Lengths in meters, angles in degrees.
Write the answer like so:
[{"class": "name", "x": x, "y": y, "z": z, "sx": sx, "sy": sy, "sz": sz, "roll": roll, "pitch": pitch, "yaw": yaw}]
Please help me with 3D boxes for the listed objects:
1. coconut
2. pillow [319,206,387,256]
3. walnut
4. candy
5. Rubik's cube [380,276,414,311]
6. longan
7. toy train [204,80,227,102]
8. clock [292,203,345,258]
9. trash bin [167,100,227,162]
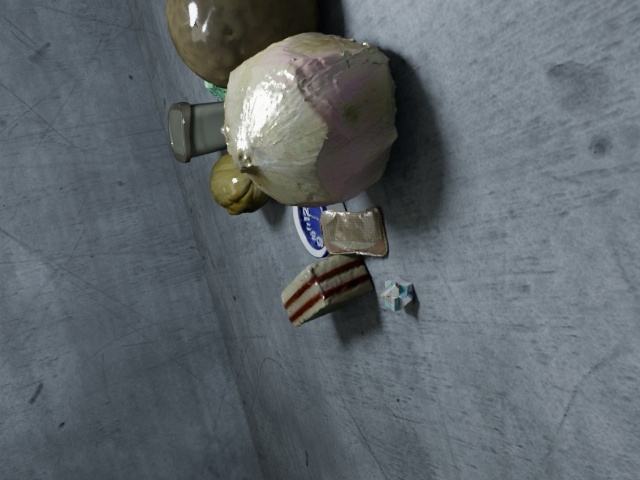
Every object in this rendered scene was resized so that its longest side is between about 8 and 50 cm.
[{"class": "coconut", "x": -0.044, "y": -0.255, "z": 1.317, "sx": 0.404, "sy": 0.404, "sz": 0.405, "roll": 43, "pitch": 141, "yaw": 48}, {"class": "pillow", "x": 0.086, "y": -0.021, "z": 1.577, "sx": 0.211, "sy": 0.034, "sz": 0.135, "roll": -1, "pitch": 109, "yaw": 40}, {"class": "walnut", "x": -0.271, "y": -0.213, "z": 2.063, "sx": 0.283, "sy": 0.227, "sz": 0.283, "roll": -52, "pitch": 24, "yaw": 35}, {"class": "candy", "x": 0.010, "y": 0.148, "z": 1.743, "sx": 0.135, "sy": 0.179, "sz": 0.320, "roll": 67, "pitch": 155, "yaw": 10}, {"class": "Rubik's cube", "x": 0.193, "y": 0.138, "z": 1.479, "sx": 0.084, "sy": 0.073, "sz": 0.075, "roll": 3, "pitch": 108, "yaw": 66}, {"class": "longan", "x": -0.194, "y": -0.570, "z": 1.489, "sx": 0.391, "sy": 0.391, "sz": 0.391, "roll": 43, "pitch": 141, "yaw": 48}, {"class": "toy train", "x": -0.258, "y": -0.533, "z": 1.877, "sx": 0.271, "sy": 0.188, "sz": 0.159, "roll": 42, "pitch": 139, "yaw": 52}, {"class": "clock", "x": -0.001, "y": -0.066, "z": 1.756, "sx": 0.230, "sy": 0.083, "sz": 0.231, "roll": 48, "pitch": 147, "yaw": 45}, {"class": "trash bin", "x": -0.440, "y": -0.432, "z": 2.242, "sx": 0.220, "sy": 0.250, "sz": 0.219, "roll": 29, "pitch": 130, "yaw": 57}]
